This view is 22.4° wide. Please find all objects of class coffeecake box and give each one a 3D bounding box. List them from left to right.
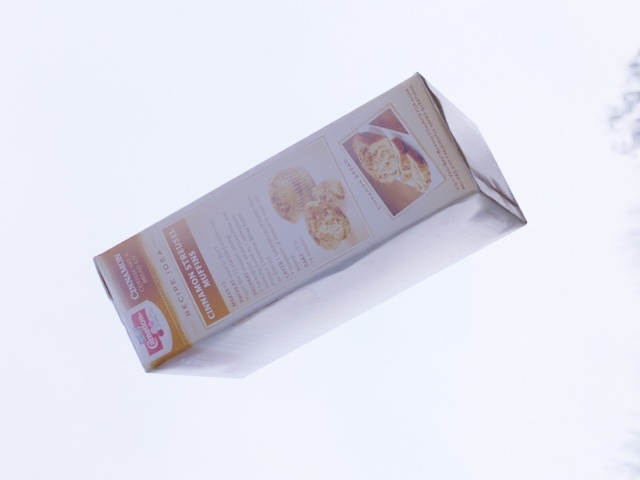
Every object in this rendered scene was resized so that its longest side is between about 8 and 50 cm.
[{"bbox_3d":[0.000,0.000,0.827,0.068,0.185,0.142,63,-168,13],"label":"coffeecake box"}]
